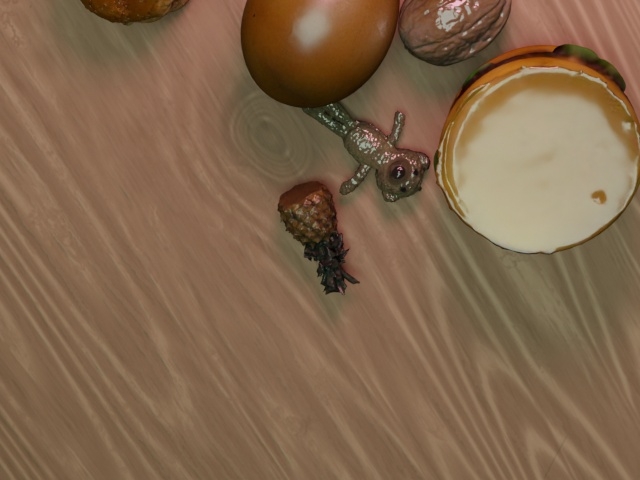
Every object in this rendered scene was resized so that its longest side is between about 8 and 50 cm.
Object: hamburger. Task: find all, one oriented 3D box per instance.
[{"bbox_3d":[-0.379,-0.547,1.793,0.260,0.211,0.245,42,117,-11],"label":"hamburger"},{"bbox_3d":[0.426,-0.181,1.730,0.395,0.277,0.396,4,111,12],"label":"hamburger"}]

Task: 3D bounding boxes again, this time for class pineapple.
[{"bbox_3d":[-0.001,0.001,1.968,0.128,0.128,0.248,-17,112,16],"label":"pineapple"}]

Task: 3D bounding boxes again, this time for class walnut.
[{"bbox_3d":[0.258,-0.427,1.733,0.230,0.178,0.178,-23,104,16],"label":"walnut"}]

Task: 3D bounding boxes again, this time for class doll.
[{"bbox_3d":[0.099,-0.209,1.894,0.202,0.091,0.286,-24,93,6],"label":"doll"}]

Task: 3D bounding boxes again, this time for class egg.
[{"bbox_3d":[0.001,-0.418,1.723,0.282,0.282,0.351,31,101,-2],"label":"egg"}]
